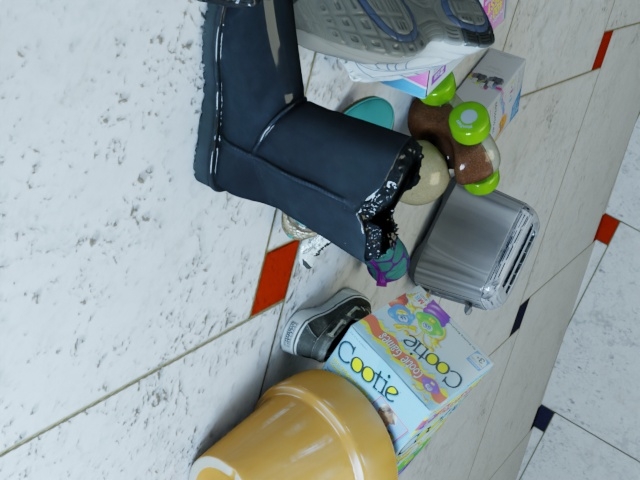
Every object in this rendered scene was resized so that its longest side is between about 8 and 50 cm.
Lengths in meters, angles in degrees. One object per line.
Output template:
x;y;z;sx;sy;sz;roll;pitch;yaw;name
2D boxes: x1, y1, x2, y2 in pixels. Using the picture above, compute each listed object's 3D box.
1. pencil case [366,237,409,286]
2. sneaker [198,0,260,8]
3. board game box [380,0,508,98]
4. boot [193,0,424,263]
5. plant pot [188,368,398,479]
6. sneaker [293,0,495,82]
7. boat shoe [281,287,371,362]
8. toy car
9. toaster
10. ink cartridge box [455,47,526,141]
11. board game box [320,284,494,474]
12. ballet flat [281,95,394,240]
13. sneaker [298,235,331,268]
0.073;0.011;1.537;0.151;0.064;0.070;43;56;-67;pencil case
-0.097;-0.231;0.823;0.078;0.106;0.234;-64;159;-8;sneaker
0.167;-0.361;1.379;0.242;0.064;0.317;-46;151;-43;board game box
-0.002;-0.118;1.027;0.094;0.207;0.247;-36;143;-53;boot
-0.045;0.280;1.380;0.188;0.205;0.205;-21;132;-42;plant pot
0.060;-0.208;1.212;0.129;0.111;0.297;-32;162;38;sneaker
0.027;0.120;1.529;0.219;0.070;0.078;-19;129;-63;boat shoe
0.123;-0.104;1.510;0.188;0.149;0.155;-33;149;-5;toy car
0.247;0.002;1.829;0.227;0.146;0.129;-63;159;-9;toaster
0.234;-0.188;1.719;0.181;0.061;0.104;-50;153;-35;ink cartridge box
0.072;0.212;1.488;0.142;0.144;0.275;-27;157;-44;board game box
0.014;-0.081;1.323;0.206;0.073;0.067;-52;-178;-27;ballet flat
0.000;0.000;1.390;0.032;0.037;0.083;-25;135;-63;sneaker
